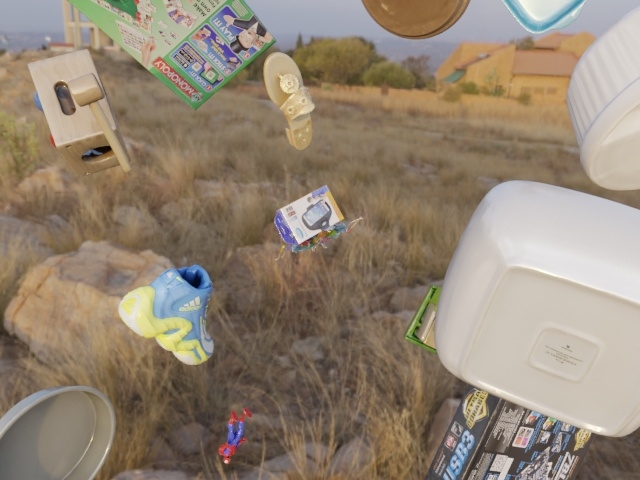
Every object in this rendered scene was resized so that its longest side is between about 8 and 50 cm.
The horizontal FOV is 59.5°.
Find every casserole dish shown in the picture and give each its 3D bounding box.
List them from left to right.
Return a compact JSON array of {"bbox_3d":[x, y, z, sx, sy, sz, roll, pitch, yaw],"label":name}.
[{"bbox_3d":[0.315,-0.398,0.827,0.114,0.188,0.037,-36,5,29],"label":"casserole dish"}]

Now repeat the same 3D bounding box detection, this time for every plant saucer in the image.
[{"bbox_3d":[0.201,-0.578,1.245,0.277,0.278,0.041,12,45,24],"label":"plant saucer"}]

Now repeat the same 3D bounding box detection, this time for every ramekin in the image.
[{"bbox_3d":[0.443,-0.190,0.699,0.272,0.273,0.127,-3,61,-18],"label":"ramekin"}]

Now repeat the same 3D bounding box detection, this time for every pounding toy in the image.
[{"bbox_3d":[-0.330,-0.161,0.764,0.094,0.181,0.206,-20,-8,-14],"label":"pounding toy"}]

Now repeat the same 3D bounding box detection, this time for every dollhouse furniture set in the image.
[{"bbox_3d":[0.375,0.239,1.319,0.301,0.151,0.197,26,0,0],"label":"dollhouse furniture set"}]

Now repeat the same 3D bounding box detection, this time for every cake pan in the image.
[{"bbox_3d":[-0.562,0.431,1.153,0.054,0.293,0.293,17,24,32],"label":"cake pan"}]

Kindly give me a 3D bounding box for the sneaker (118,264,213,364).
[{"bbox_3d":[-0.199,0.114,0.869,0.091,0.126,0.240,45,-5,25],"label":"sneaker"}]

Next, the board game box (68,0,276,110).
[{"bbox_3d":[-0.250,-0.393,0.975,0.317,0.213,0.046,39,19,-52],"label":"board game box"}]

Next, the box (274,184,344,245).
[{"bbox_3d":[-0.026,-0.049,1.144,0.136,0.081,0.028,-31,5,-28],"label":"box"}]

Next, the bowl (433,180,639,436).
[{"bbox_3d":[0.137,0.048,0.317,0.142,0.142,0.053,21,36,14],"label":"bowl"}]

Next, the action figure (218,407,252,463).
[{"bbox_3d":[-0.139,0.318,0.897,0.038,0.115,0.030,-8,41,-39],"label":"action figure"}]

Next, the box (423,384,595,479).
[{"bbox_3d":[0.303,0.381,0.912,0.293,0.296,0.073,20,6,-34],"label":"box"}]

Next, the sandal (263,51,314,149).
[{"bbox_3d":[-0.039,-0.274,1.147,0.079,0.240,0.088,32,66,31],"label":"sandal"}]

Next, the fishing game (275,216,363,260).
[{"bbox_3d":[0.000,0.000,1.672,0.264,0.041,0.189,-20,-12,-21],"label":"fishing game"}]
